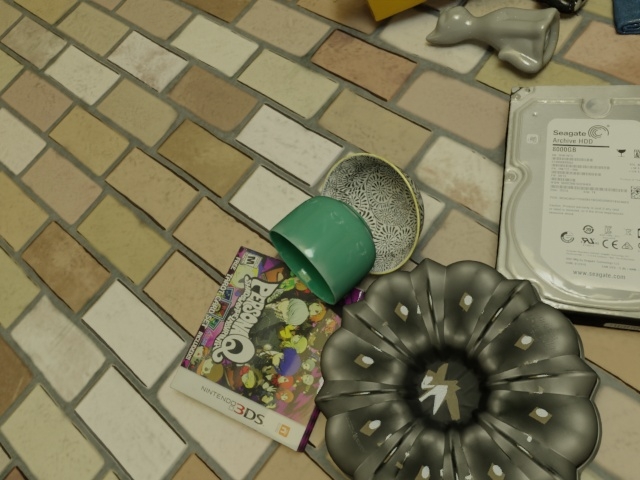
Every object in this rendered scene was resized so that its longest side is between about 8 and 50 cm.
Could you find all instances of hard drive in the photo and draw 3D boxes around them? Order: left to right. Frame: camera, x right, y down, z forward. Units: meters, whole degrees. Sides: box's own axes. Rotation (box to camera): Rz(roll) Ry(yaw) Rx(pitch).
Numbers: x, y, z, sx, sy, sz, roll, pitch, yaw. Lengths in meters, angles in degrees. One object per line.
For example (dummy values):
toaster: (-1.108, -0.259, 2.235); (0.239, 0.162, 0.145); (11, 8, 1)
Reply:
hard drive: (0.364, -0.056, 0.700); (0.236, 0.064, 0.339); (6, 68, 18)

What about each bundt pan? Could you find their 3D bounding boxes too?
bundt pan: (0.138, 0.165, 0.577); (0.330, 0.124, 0.331); (-6, 69, 17)

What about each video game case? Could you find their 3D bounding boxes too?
video game case: (-0.072, 0.144, 0.744); (0.210, 0.042, 0.232); (19, 73, 21)

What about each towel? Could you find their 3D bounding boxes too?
towel: (0.497, -0.380, 0.823); (0.067, 0.029, 0.119); (1, 68, 17)

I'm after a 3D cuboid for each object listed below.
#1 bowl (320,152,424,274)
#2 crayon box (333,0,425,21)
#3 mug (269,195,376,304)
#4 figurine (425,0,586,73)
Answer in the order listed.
bowl: (0.088, -0.044, 0.745); (0.170, 0.170, 0.080); (39, 37, 26)
crayon box: (0.177, -0.510, 0.903); (0.318, 0.081, 0.202); (-14, 56, 24)
mug: (0.001, -0.002, 0.699); (0.097, 0.129, 0.157); (-41, 60, -15)
figurine: (0.302, -0.388, 0.858); (0.209, 0.092, 0.215); (26, 76, 33)
